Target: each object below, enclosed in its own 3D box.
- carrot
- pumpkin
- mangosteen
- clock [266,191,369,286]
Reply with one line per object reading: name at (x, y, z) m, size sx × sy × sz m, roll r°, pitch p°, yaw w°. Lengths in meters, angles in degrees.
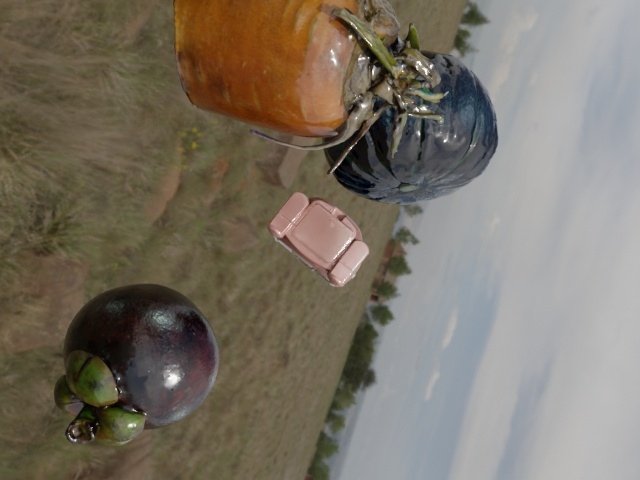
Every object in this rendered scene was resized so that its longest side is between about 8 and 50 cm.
carrot at (-0.027, -0.211, 0.692) m, size 0.193 × 0.331 × 0.214 m, roll 84°, pitch 25°, yaw -49°
pumpkin at (0.181, -0.224, 1.296) m, size 0.363 × 0.364 × 0.266 m, roll 85°, pitch 1°, yaw -71°
mangosteen at (-0.338, 0.232, 1.162) m, size 0.300 × 0.301 × 0.300 m, roll 18°, pitch 90°, yaw -82°
clock at (0.000, 0.000, 1.445) m, size 0.142 × 0.227 × 0.241 m, roll -50°, pitch 176°, yaw -8°
